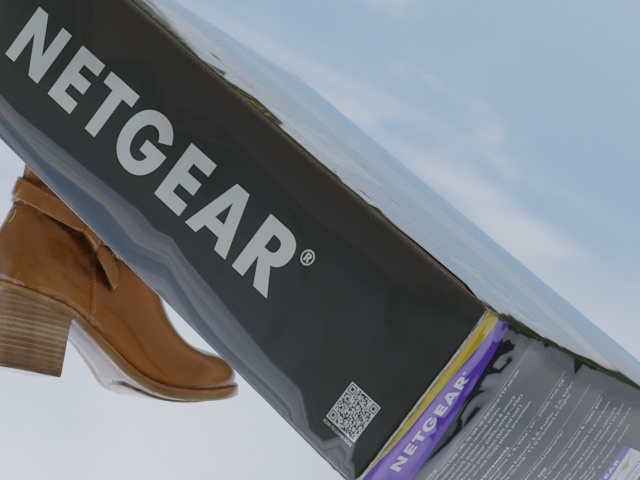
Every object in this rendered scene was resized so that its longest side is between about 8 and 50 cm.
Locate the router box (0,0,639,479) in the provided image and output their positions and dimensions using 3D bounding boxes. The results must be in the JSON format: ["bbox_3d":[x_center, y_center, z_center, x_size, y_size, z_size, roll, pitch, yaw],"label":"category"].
[{"bbox_3d":[0.000,0.000,0.837,0.309,0.081,0.243,42,-172,34],"label":"router box"}]

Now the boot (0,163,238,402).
[{"bbox_3d":[-0.120,0.021,1.270,0.197,0.152,0.073,17,170,-41],"label":"boot"}]
